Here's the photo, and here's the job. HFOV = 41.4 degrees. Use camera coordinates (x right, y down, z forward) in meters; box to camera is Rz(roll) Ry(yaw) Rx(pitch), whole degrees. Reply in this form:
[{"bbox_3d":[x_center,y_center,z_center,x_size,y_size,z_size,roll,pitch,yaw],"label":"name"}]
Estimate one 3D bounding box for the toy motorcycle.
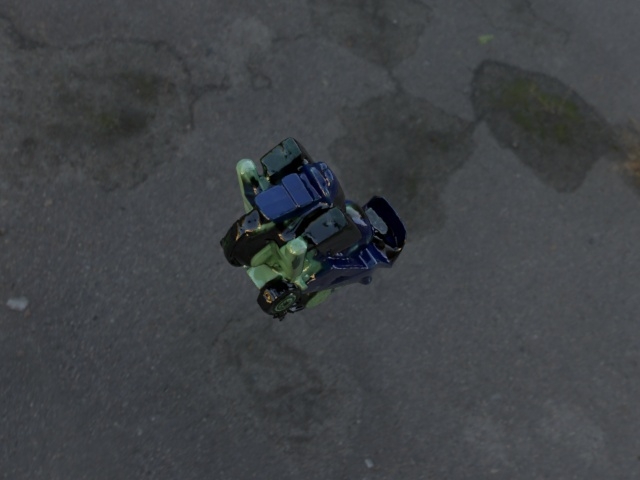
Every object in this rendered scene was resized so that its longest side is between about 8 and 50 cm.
[{"bbox_3d":[0.000,0.000,0.985,0.196,0.331,0.125,-35,69,0],"label":"toy motorcycle"}]
